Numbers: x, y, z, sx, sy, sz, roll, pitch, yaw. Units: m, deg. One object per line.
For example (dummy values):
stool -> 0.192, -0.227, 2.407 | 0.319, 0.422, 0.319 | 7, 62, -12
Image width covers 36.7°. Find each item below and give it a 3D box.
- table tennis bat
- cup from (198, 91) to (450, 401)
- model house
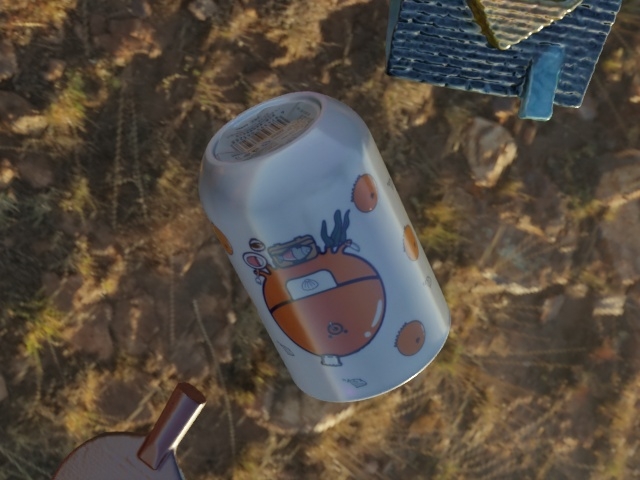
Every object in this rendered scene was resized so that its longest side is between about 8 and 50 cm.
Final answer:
table tennis bat -> -0.233, 0.311, 1.186 | 0.310, 0.200, 0.038 | -58, 166, 10
cup -> 0.000, 0.000, 1.116 | 0.212, 0.212, 0.317 | -38, 121, -20
model house -> 0.181, -0.257, 1.024 | 0.261, 0.226, 0.241 | 8, 100, -4
